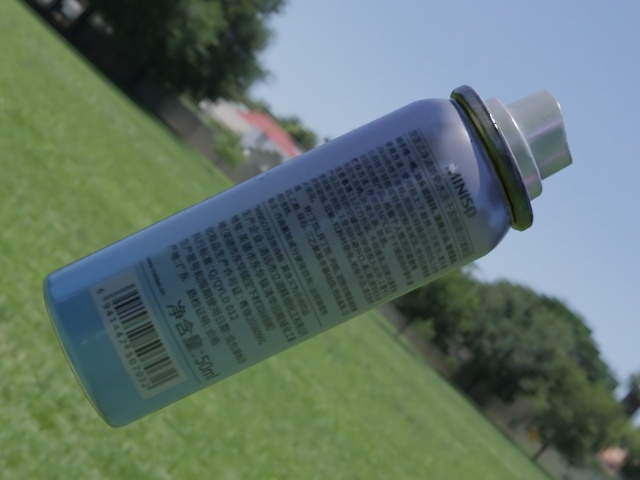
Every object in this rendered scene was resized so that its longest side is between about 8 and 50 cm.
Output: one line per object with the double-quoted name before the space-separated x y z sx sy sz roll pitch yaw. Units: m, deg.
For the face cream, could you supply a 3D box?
"face cream" 0.000 0.000 0.678 0.075 0.229 0.075 156 -90 -89
